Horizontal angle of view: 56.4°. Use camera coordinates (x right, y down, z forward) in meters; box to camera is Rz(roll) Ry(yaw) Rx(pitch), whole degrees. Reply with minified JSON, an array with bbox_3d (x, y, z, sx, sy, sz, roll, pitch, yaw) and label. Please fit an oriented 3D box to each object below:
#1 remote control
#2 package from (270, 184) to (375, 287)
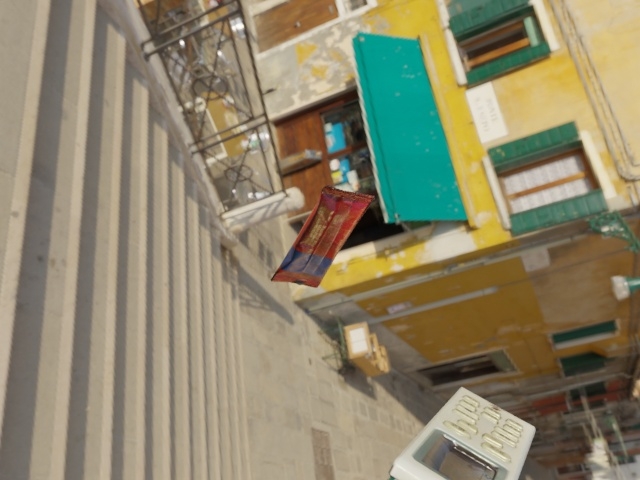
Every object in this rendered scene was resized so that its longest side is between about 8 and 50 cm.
[{"bbox_3d":[0.157,0.228,0.631,0.277,0.103,0.055,-1,116,-65],"label":"remote control"},{"bbox_3d":[0.000,0.000,0.896,0.083,0.200,0.022,14,37,-25],"label":"package"}]
